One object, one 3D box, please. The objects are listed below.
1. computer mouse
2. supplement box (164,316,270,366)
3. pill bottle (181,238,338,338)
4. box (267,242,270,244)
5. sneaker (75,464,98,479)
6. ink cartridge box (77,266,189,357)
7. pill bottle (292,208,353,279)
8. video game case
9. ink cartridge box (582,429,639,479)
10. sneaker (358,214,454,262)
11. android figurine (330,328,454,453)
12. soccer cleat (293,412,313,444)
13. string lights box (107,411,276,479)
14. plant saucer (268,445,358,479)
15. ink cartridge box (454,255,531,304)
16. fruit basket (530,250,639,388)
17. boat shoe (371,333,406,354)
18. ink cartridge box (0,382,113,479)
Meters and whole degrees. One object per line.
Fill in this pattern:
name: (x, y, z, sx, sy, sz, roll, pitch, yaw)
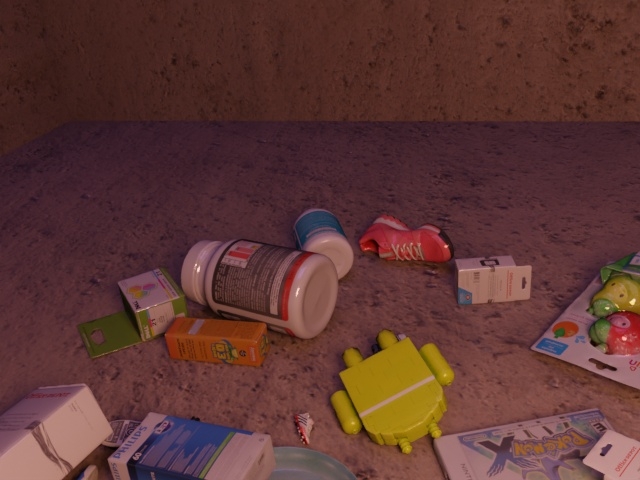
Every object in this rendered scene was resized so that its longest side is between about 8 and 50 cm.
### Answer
computer mouse: (-0.343, 0.395, 1.314, 0.193, 0.042, 0.106, 2, 32, 3)
supplement box: (-0.243, 0.238, 1.556, 0.234, 0.078, 0.080, 1, 28, 14)
pill bottle: (-0.157, 0.108, 1.646, 0.363, 0.210, 0.210, 11, 31, 28)
box: (-0.136, 0.086, 1.836, 0.105, 0.043, 0.179, -24, 49, -31)
sneaker: (-0.469, 0.462, 1.185, 0.085, 0.058, 0.152, 8, 36, 8)
ink cartridge box: (-0.490, 0.182, 1.694, 0.255, 0.097, 0.189, -18, 30, -24)
pill bottle: (0.000, 0.000, 1.894, 0.146, 0.146, 0.264, -9, 28, -6)
video game case: (0.394, 0.421, 1.119, 0.329, 0.036, 0.300, -8, 27, -5)
ink cartridge box: (0.522, 0.389, 1.047, 0.104, 0.061, 0.181, -28, 35, -36)
sneaker: (0.238, 0.023, 1.875, 0.136, 0.115, 0.314, -36, 32, -29)
android figurine: (0.145, 0.299, 1.313, 0.248, 0.056, 0.273, -28, 40, -4)
soccer cleat: (-0.029, 0.372, 1.308, 0.036, 0.029, 0.083, -16, 24, -10)
string lights box: (-0.226, 0.392, 1.164, 0.260, 0.076, 0.133, 4, 27, 23)
plant saucer: (-0.076, 0.476, 1.100, 0.318, 0.043, 0.317, -5, 26, 2)
ink cartridge box: (0.433, 0.099, 1.662, 0.180, 0.104, 0.060, -4, 26, 3)
fruit basket: (0.684, 0.166, 1.407, 0.353, 0.165, 0.327, -31, 30, -29)
boat shoe: (0.172, 0.275, 1.428, 0.083, 0.065, 0.183, -18, 26, -5)
ink cartridge box: (-0.557, 0.396, 1.203, 0.207, 0.117, 0.283, -13, 18, 38)
